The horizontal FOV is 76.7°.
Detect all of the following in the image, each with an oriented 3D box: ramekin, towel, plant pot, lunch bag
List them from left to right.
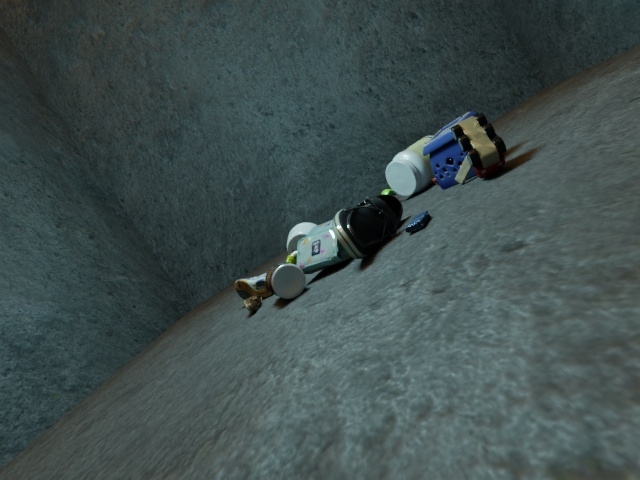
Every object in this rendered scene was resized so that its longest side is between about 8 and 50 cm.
[{"bbox_3d":[-0.074,0.023,2.043,0.207,0.207,0.109,-30,14,21],"label":"ramekin"},{"bbox_3d":[0.035,0.023,1.608,0.223,0.160,0.262,-19,20,37],"label":"lunch bag"},{"bbox_3d":[0.325,-0.059,1.346,0.067,0.029,0.119,-29,7,35],"label":"towel"},{"bbox_3d":[0.590,-0.389,1.711,0.236,0.212,0.236,-43,10,-32],"label":"plant pot"}]

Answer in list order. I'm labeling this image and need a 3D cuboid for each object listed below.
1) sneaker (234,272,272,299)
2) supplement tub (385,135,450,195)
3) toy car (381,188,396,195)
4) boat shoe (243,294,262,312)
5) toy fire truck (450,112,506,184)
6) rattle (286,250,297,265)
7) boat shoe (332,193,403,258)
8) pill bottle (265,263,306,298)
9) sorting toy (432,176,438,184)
[{"bbox_3d":[-0.292,0.219,1.970,0.296,0.112,0.131,-6,15,40],"label":"sneaker"},{"bbox_3d":[0.529,-0.399,2.173,0.324,0.236,0.235,-35,6,-29],"label":"supplement tub"},{"bbox_3d":[0.332,-0.220,2.192,0.239,0.053,0.225,1,38,46],"label":"toy car"},{"bbox_3d":[-0.287,0.267,1.742,0.060,0.064,0.178,-34,3,-1],"label":"boat shoe"},{"bbox_3d":[0.568,-0.296,1.483,0.158,0.246,0.217,-25,50,13],"label":"toy fire truck"},{"bbox_3d":[-0.057,0.118,1.961,0.199,0.143,0.130,-17,39,4],"label":"rattle"},{"bbox_3d":[0.186,-0.073,1.479,0.156,0.187,0.500,-36,-2,29],"label":"boat shoe"},{"bbox_3d":[-0.144,0.155,1.573,0.130,0.131,0.245,-34,5,-15],"label":"pill bottle"},{"bbox_3d":[0.597,-0.302,2.007,0.101,0.042,0.061,-22,17,-20],"label":"sorting toy"}]
